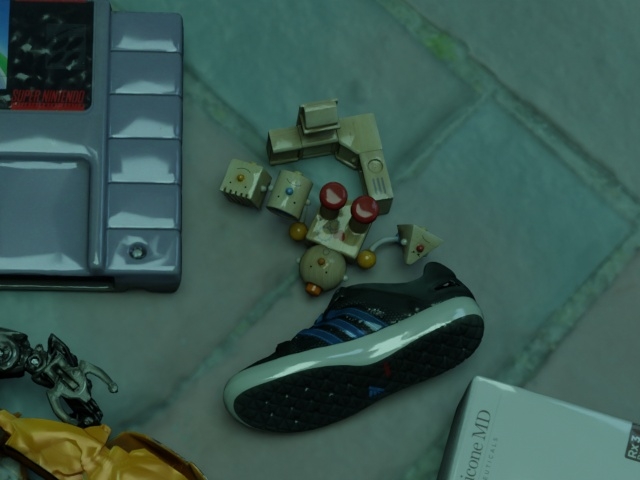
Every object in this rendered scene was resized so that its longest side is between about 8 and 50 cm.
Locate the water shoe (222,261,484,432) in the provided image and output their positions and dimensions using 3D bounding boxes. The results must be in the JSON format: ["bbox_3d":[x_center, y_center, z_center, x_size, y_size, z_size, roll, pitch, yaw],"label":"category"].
[{"bbox_3d":[0.019,0.079,1.458,0.203,0.073,0.080,-17,44,-11],"label":"water shoe"}]

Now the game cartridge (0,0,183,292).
[{"bbox_3d":[-0.281,-0.077,1.488,0.355,0.068,0.230,1,72,-5],"label":"game cartridge"}]

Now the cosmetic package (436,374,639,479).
[{"bbox_3d":[0.199,0.190,1.412,0.231,0.085,0.117,16,67,0],"label":"cosmetic package"}]

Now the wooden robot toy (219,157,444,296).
[{"bbox_3d":[0.000,0.000,1.479,0.173,0.076,0.079,22,79,4],"label":"wooden robot toy"}]

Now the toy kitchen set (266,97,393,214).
[{"bbox_3d":[0.008,-0.061,1.501,0.083,0.068,0.075,-10,70,-9],"label":"toy kitchen set"}]

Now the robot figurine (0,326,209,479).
[{"bbox_3d":[-0.191,0.192,1.374,0.291,0.085,0.211,34,69,7],"label":"robot figurine"}]
